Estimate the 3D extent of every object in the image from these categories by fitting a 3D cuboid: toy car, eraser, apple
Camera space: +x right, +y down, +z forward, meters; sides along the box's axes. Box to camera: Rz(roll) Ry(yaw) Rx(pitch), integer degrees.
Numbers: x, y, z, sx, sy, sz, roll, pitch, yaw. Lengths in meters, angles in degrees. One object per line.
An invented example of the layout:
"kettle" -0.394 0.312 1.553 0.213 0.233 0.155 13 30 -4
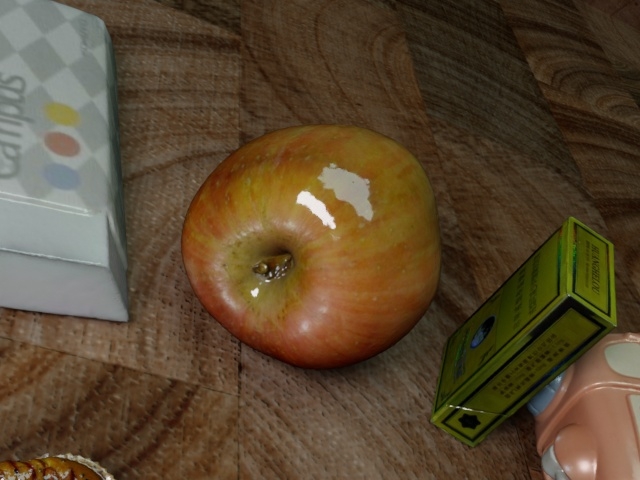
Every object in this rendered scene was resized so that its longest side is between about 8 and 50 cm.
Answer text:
"toy car" 0.323 0.210 0.871 0.212 0.180 0.270 16 39 -8
"eraser" -0.288 -0.106 0.822 0.213 0.082 0.396 12 41 -27
"apple" 0.000 0.000 0.823 0.242 0.242 0.241 41 23 9

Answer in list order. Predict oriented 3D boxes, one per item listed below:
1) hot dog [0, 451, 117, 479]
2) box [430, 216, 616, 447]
"hot dog" -0.217 0.196 0.553 0.192 0.053 0.099 -7 56 -40
"box" 0.205 0.096 0.860 0.064 0.220 0.141 31 37 -5
